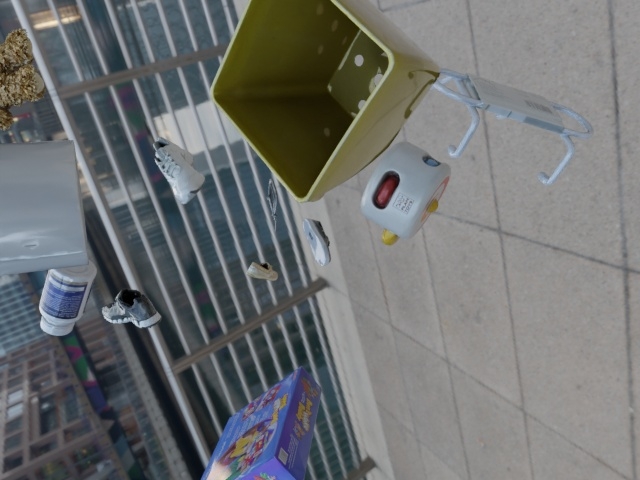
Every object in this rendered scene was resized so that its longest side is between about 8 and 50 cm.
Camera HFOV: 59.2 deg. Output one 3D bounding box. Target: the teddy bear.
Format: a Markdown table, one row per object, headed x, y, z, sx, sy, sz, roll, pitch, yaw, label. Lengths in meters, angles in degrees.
| x | y | z | sx | sy | sz | roll | pitch | yaw | label |
| --- | --- | --- | --- | --- | --- | --- | --- | --- | --- |
| -0.791 | -0.376 | 1.346 | 0.338 | 0.113 | 0.245 | 4 | 105 | 26 | teddy bear |

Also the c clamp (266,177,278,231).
| x | y | z | sx | sy | sz | roll | pitch | yaw | label |
| --- | --- | --- | --- | --- | --- | --- | --- | --- | --- |
| -0.168 | -0.134 | 1.970 | 0.160 | 0.022 | 0.137 | -107 | 20 | -43 | c clamp |

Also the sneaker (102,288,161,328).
| x | y | z | sx | sy | sz | roll | pitch | yaw | label |
| --- | --- | --- | --- | --- | --- | --- | --- | --- | --- |
| -0.538 | 0.178 | 1.568 | 0.234 | 0.078 | 0.106 | 1 | 117 | 39 | sneaker |

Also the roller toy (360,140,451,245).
| x | y | z | sx | sy | sz | roll | pitch | yaw | label |
| --- | --- | --- | --- | --- | --- | --- | --- | --- | --- |
| 0.192 | -0.105 | 1.241 | 0.146 | 0.209 | 0.191 | 33 | 159 | 15 | roller toy |

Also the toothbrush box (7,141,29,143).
| x | y | z | sx | sy | sz | roll | pitch | yaw | label |
| --- | --- | --- | --- | --- | --- | --- | --- | --- | --- |
| -0.789 | -0.107 | 1.316 | 0.216 | 0.296 | 0.126 | 51 | 125 | 15 | toothbrush box |

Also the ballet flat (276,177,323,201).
| x | y | z | sx | sy | sz | roll | pitch | yaw | label |
| --- | --- | --- | --- | --- | --- | --- | --- | --- | --- |
| -0.065 | -0.163 | 0.992 | 0.232 | 0.080 | 0.073 | 53 | 171 | -12 | ballet flat |

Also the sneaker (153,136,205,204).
| x | y | z | sx | sy | sz | roll | pitch | yaw | label |
| --- | --- | --- | --- | --- | --- | --- | --- | --- | --- |
| -0.441 | -0.212 | 1.703 | 0.129 | 0.111 | 0.297 | 40 | -173 | -42 | sneaker |

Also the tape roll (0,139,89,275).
| x | y | z | sx | sy | sz | roll | pitch | yaw | label |
| --- | --- | --- | --- | --- | --- | --- | --- | --- | --- |
| -0.539 | -0.063 | 1.058 | 0.246 | 0.169 | 0.246 | 174 | 90 | -69 | tape roll |

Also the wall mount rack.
| x | y | z | sx | sy | sz | roll | pitch | yaw | label |
| --- | --- | --- | --- | --- | --- | --- | --- | --- | --- |
| 0.336 | -0.249 | 1.109 | 0.304 | 0.350 | 0.130 | -94 | 22 | -49 | wall mount rack |

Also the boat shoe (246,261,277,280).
| x | y | z | sx | sy | sz | roll | pitch | yaw | label |
| --- | --- | --- | --- | --- | --- | --- | --- | --- | --- |
| -0.203 | 0.109 | 2.057 | 0.063 | 0.170 | 0.059 | 22 | 94 | 26 | boat shoe |

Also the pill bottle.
| x | y | z | sx | sy | sz | roll | pitch | yaw | label |
| --- | --- | --- | --- | --- | --- | --- | --- | --- | --- |
| -0.561 | 0.123 | 1.239 | 0.094 | 0.094 | 0.169 | 47 | 120 | 42 | pill bottle |

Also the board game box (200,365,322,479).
| x | y | z | sx | sy | sz | roll | pitch | yaw | label |
| --- | --- | --- | --- | --- | --- | --- | --- | --- | --- |
| -0.125 | 0.428 | 1.168 | 0.078 | 0.233 | 0.347 | 50 | -166 | -7 | board game box |

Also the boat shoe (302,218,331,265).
| x | y | z | sx | sy | sz | roll | pitch | yaw | label |
| --- | --- | --- | --- | --- | --- | --- | --- | --- | --- |
| 0.000 | 0.000 | 1.301 | 0.142 | 0.040 | 0.049 | 65 | 144 | 39 | boat shoe |

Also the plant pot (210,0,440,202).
| x | y | z | sx | sy | sz | roll | pitch | yaw | label |
| --- | --- | --- | --- | --- | --- | --- | --- | --- | --- |
| 0.023 | -0.205 | 0.715 | 0.212 | 0.187 | 0.212 | 50 | 130 | 19 | plant pot |
